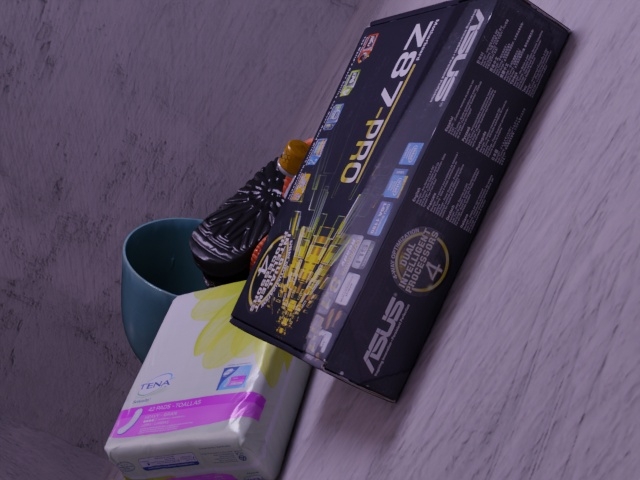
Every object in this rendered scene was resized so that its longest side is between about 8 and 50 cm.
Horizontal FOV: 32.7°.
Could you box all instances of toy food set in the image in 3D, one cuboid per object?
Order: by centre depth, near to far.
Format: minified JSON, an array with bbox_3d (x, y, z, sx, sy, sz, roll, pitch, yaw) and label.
[{"bbox_3d":[0.008,-0.013,1.388,0.104,0.111,0.232,-58,48,35],"label":"toy food set"}]

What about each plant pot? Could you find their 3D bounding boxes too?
[{"bbox_3d":[-0.258,0.130,2.137,0.293,0.293,0.235,-78,4,-60],"label":"plant pot"}]

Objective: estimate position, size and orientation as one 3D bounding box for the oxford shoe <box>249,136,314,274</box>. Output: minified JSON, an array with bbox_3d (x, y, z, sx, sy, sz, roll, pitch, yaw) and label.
[{"bbox_3d":[0.000,0.000,1.594,0.132,0.130,0.364,-24,-32,-46],"label":"oxford shoe"}]

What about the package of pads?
[{"bbox_3d":[-0.132,0.183,1.425,0.229,0.101,0.296,-13,38,30],"label":"package of pads"}]

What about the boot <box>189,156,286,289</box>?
[{"bbox_3d":[-0.063,0.016,1.775,0.348,0.131,0.260,-35,-37,-22],"label":"boot"}]

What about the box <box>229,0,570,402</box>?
[{"bbox_3d":[0.065,-0.053,1.135,0.395,0.097,0.318,-64,22,-4],"label":"box"}]
